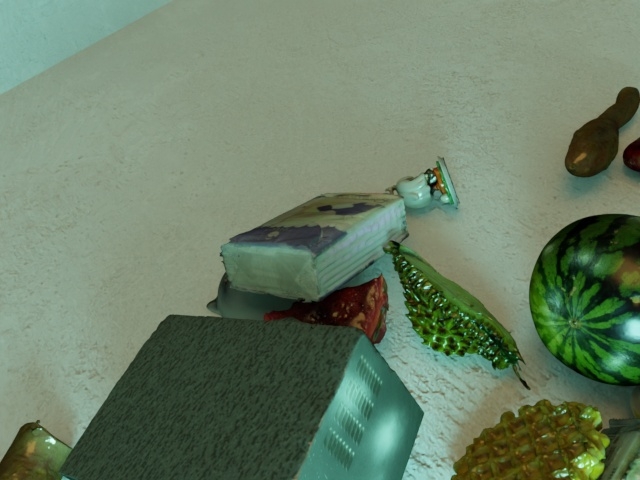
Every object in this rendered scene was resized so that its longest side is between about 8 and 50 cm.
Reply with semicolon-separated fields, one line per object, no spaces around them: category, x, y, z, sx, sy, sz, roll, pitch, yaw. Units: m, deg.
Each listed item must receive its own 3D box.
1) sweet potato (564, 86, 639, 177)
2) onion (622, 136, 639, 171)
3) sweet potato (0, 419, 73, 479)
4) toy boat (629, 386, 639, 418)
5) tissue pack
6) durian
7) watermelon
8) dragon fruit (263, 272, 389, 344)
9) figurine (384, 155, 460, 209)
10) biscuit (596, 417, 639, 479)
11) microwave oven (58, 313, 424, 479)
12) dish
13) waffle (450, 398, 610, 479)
sweet potato;0.655;-0.243;1.347;0.109;0.109;0.385;22;46;31
onion;0.727;-0.183;1.279;0.107;0.097;0.107;5;12;-1
sweet potato;-0.547;0.489;1.004;0.131;0.131;0.336;1;50;17
toy boat;0.603;0.294;0.847;0.141;0.140;0.269;-40;62;-20
tissue pack;0.000;0.000;1.189;0.242;0.125;0.344;3;21;38
durian;0.244;0.145;1.091;0.132;0.106;0.375;-10;49;-50
watermelon;0.488;0.093;0.952;0.285;0.285;0.285;-8;47;9
dragon fruit;0.034;0.201;1.110;0.262;0.134;0.211;-17;56;22
figurine;0.233;-0.111;1.345;0.154;0.132;0.132;-20;45;14
biscuit;0.402;0.367;0.808;0.079;0.186;0.309;43;67;8
microwave oven;-0.112;0.304;0.893;0.432;0.236;0.374;-3;44;37
dish;-0.154;0.094;1.277;0.228;0.086;0.236;-7;47;10
waffle;0.300;0.334;0.865;0.243;0.058;0.238;-42;13;-24
